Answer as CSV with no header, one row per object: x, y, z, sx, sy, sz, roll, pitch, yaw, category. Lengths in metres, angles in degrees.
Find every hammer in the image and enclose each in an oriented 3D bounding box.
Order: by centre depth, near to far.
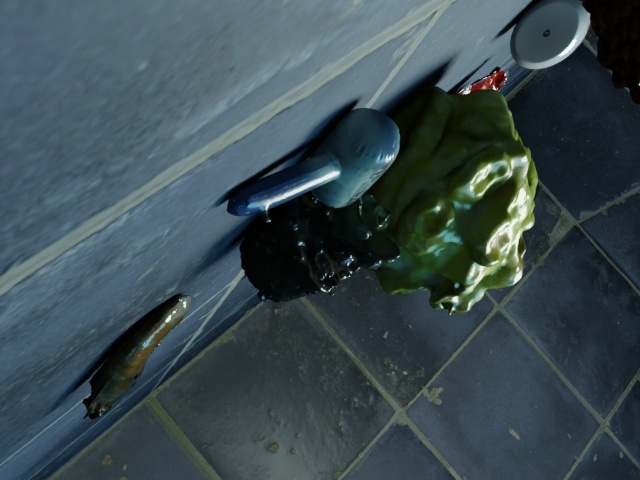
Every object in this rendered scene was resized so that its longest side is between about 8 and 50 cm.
-0.012,-0.061,0.640,0.194,0.069,0.116,-28,170,-38,hammer

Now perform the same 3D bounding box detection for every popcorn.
0.176,-0.062,0.952,0.312,0.312,0.312,-41,177,-2,popcorn

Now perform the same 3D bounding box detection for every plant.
0.000,0.000,0.826,0.203,0.142,0.131,-36,172,33,plant

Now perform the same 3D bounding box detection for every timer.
0.363,-0.328,1.032,0.136,0.099,0.136,-29,180,0,timer

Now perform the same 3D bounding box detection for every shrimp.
-0.250,0.161,0.905,0.251,0.052,0.143,-43,179,27,shrimp

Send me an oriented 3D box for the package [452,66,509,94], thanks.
0.237,-0.228,1.261,0.269,0.071,0.194,-36,162,-14,package

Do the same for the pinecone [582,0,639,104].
0.392,-0.284,0.655,0.296,0.242,0.298,-39,171,-3,pinecone
